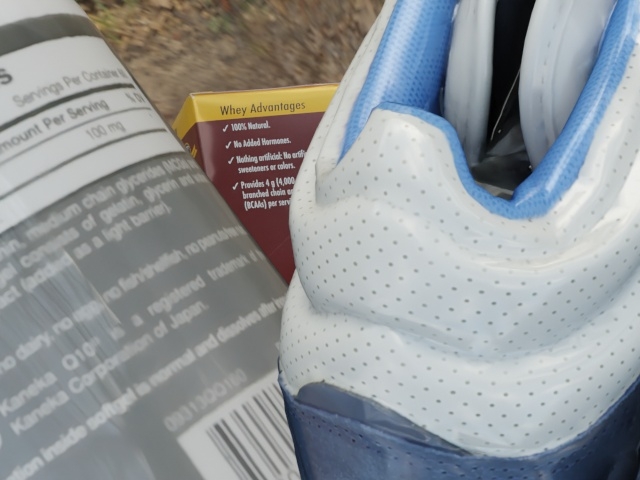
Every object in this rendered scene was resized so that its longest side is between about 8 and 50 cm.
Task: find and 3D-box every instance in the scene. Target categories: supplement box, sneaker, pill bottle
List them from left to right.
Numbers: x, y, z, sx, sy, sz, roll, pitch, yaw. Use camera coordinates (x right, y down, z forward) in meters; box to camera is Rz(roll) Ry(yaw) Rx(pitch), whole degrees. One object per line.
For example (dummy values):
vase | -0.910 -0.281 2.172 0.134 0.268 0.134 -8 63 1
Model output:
pill bottle | -0.135 0.026 0.645 0.210 0.210 0.363 -37 84 5
supplement box | 0.000 0.000 1.171 0.191 0.129 0.194 -6 76 -18
sneaker | 0.110 -0.016 0.497 0.130 0.323 0.236 19 130 34
